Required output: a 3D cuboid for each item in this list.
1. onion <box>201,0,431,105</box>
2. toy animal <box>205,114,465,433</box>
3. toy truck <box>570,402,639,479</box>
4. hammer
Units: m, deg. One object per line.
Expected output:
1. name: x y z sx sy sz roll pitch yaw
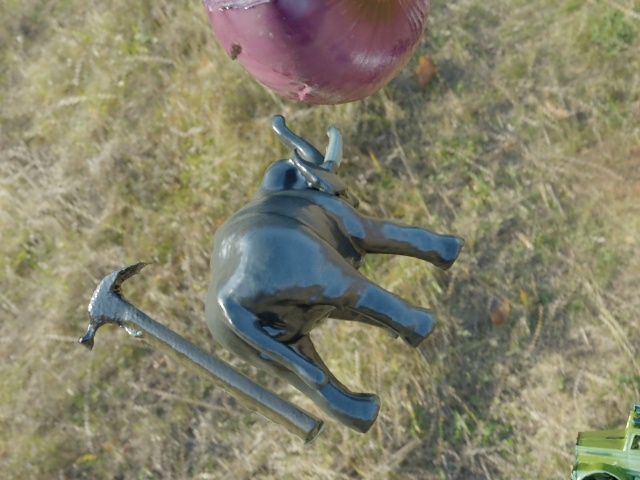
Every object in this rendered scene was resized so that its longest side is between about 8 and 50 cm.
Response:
1. onion: 0.011 -0.212 0.833 0.200 0.200 0.208 -17 56 16
2. toy animal: 0.009 0.003 0.598 0.082 0.137 0.269 -60 7 28
3. toy truck: 0.415 0.239 1.127 0.259 0.135 0.128 -7 7 21
4. hammer: -0.123 0.124 1.020 0.297 0.027 0.125 30 101 22
